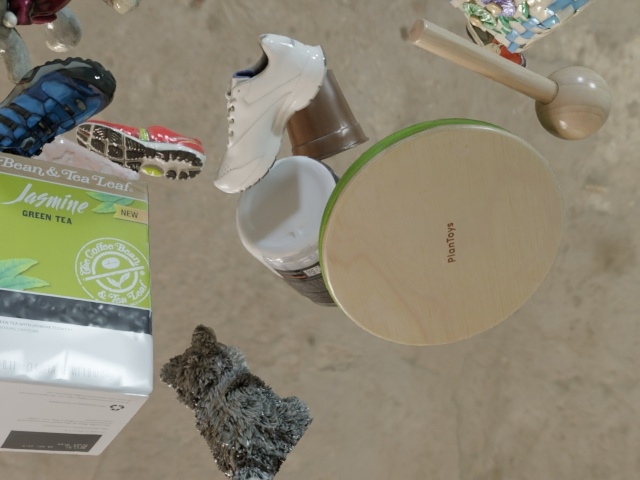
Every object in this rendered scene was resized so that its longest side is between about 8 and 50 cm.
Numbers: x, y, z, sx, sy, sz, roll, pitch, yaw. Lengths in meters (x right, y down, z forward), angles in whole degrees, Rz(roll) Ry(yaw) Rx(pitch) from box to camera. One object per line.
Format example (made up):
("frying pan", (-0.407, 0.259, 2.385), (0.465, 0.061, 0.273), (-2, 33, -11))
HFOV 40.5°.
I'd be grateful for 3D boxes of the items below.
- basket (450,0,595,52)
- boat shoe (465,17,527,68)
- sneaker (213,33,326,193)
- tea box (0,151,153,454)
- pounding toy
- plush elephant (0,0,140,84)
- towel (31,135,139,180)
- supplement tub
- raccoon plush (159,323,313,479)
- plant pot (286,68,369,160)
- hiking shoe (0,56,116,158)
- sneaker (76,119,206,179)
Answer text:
("basket", (0.254, -0.416, 1.183), (0.201, 0.255, 0.289), (-36, 93, -7))
("boat shoe", (0.289, -0.326, 1.437), (0.049, 0.043, 0.137), (-37, 60, 0))
("sneaker", (-0.111, -0.214, 1.441), (0.129, 0.111, 0.297), (21, 111, -28))
("tea box", (-0.404, 0.077, 1.095), (0.329, 0.220, 0.323), (10, 53, -29))
("pounding toy", (0.090, -0.046, 0.658), (0.183, 0.110, 0.236), (14, 115, -19))
("plush elephant", (-0.486, -0.369, 1.334), (0.272, 0.330, 0.255), (-6, 52, 40))
("towel", (-0.497, -0.025, 1.466), (0.053, 0.317, 0.331), (28, 89, 42))
("supplement tub", (0.000, 0.000, 1.624), (0.207, 0.338, 0.207), (-9, 65, 19))
("raccoon plush", (-0.182, 0.326, 1.694), (0.299, 0.446, 0.216), (44, 85, -4))
("plant pot", (-0.005, -0.252, 1.773), (0.167, 0.167, 0.165), (-20, 99, 6))
("hiking shoe", (-0.421, -0.151, 1.238), (0.304, 0.113, 0.132), (-22, 55, 15))
("sneaker", (-0.388, -0.205, 1.883), (0.279, 0.118, 0.107), (14, 125, -14))
